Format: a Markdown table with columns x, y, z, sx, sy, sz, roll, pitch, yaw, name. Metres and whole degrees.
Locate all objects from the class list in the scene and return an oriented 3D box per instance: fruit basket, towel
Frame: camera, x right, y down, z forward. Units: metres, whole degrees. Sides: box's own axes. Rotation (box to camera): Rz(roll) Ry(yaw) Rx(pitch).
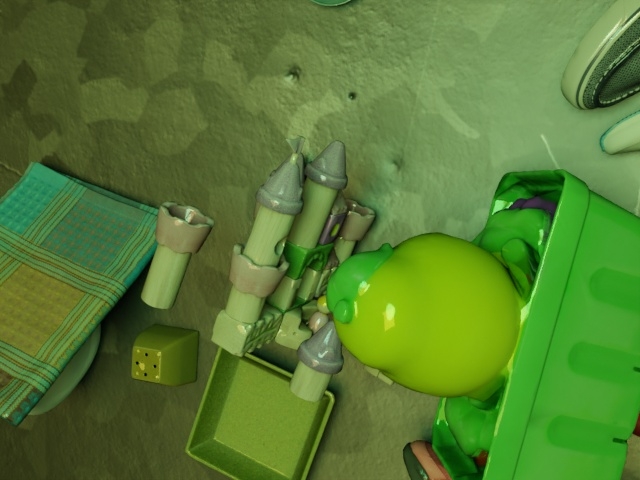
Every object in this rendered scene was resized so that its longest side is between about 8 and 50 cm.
| x | y | z | sx | sy | sz | roll | pitch | yaw | name |
| --- | --- | --- | --- | --- | --- | --- | --- | --- | --- |
| 0.175 | 0.092 | 0.886 | 0.392 | 0.283 | 0.391 | 0 | 94 | -3 | fruit basket |
| -0.415 | 0.053 | 1.125 | 0.272 | 0.370 | 0.040 | 22 | 145 | 16 | towel |

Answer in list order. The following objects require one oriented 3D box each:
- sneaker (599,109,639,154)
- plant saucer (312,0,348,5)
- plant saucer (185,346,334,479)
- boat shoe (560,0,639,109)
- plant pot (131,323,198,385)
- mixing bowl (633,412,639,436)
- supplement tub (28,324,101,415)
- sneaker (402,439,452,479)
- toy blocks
| x | y | z | sx | sy | sz | roll | pitch | yaw | name |
| --- | --- | --- | --- | --- | --- | --- | --- | --- | --- |
| 0.443 | -0.129 | 0.911 | 0.229 | 0.087 | 0.092 | -13 | 92 | 22 | sneaker |
| 0.020 | -0.378 | 1.073 | 0.119 | 0.021 | 0.119 | 2 | 95 | 20 | plant saucer |
| -0.084 | 0.263 | 1.153 | 0.188 | 0.045 | 0.188 | 23 | 102 | 17 | plant saucer |
| 0.439 | -0.235 | 0.860 | 0.340 | 0.127 | 0.158 | -42 | 56 | 17 | boat shoe |
| -0.239 | 0.176 | 1.180 | 0.081 | 0.083 | 0.081 | 6 | 96 | 19 | plant pot |
| 0.412 | 0.166 | 0.941 | 0.182 | 0.098 | 0.181 | 1 | 94 | 20 | mixing bowl |
| -0.518 | 0.120 | 1.218 | 0.316 | 0.193 | 0.193 | 24 | 102 | 17 | supplement tub |
| 0.254 | 0.337 | 1.020 | 0.314 | 0.116 | 0.136 | 36 | 95 | 7 | sneaker |
| 0.000 | 0.000 | 0.967 | 0.309 | 0.289 | 0.260 | 29 | 109 | 21 | toy blocks |
